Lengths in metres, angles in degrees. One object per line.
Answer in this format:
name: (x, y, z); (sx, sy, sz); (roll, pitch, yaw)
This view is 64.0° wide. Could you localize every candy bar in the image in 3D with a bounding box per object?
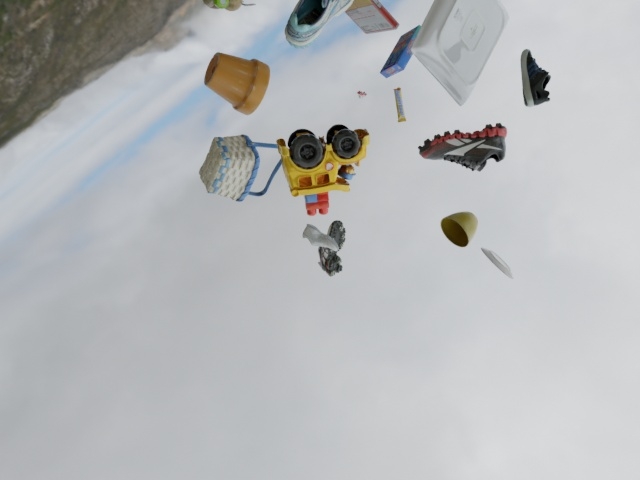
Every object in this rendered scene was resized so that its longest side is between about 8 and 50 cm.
candy bar: (0.370, -0.635, 2.393); (0.040, 0.161, 0.018); (-12, -161, 0)

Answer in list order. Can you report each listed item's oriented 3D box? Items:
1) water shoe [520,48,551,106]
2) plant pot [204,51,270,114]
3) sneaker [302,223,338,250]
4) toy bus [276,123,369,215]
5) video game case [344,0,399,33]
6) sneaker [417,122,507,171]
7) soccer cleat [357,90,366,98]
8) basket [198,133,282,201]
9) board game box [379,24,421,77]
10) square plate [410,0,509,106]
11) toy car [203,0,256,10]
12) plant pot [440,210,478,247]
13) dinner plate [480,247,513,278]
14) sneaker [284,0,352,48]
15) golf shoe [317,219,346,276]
water shoe: (0.647, -0.489, 1.537); (0.080, 0.073, 0.203); (-5, -113, 24)
plant pot: (-0.317, -0.595, 1.893); (0.205, 0.188, 0.205); (-31, -130, 46)
sneaker: (0.000, 0.000, 1.937); (0.061, 0.152, 0.054); (-57, 173, 13)
toy bus: (0.014, -0.172, 1.268); (0.221, 0.211, 0.149); (-10, -162, -4)
video game case: (0.110, -0.790, 1.678); (0.025, 0.285, 0.204); (-56, -150, -1)
sneaker: (0.447, -0.275, 1.590); (0.276, 0.134, 0.097); (-9, 174, 4)
soccer cleat: (0.191, -0.688, 2.425); (0.035, 0.029, 0.083); (-46, 169, 29)
basket: (-0.287, -0.275, 1.930); (0.254, 0.289, 0.201); (-55, -136, 33)
board game box: (0.362, -0.833, 2.264); (0.210, 0.047, 0.160); (-60, -160, -8)
square plate: (0.456, -0.649, 1.596); (0.049, 0.344, 0.347); (28, -88, 44)
toy car: (-0.329, -0.904, 1.871); (0.155, 0.189, 0.148); (38, -66, 36)
plant pot: (0.529, -0.055, 1.905); (0.095, 0.134, 0.134); (-36, -152, -19)
dinner plate: (0.576, 0.069, 1.656); (0.017, 0.141, 0.141); (-47, -154, 20)
sneaker: (0.015, -0.639, 1.353); (0.283, 0.110, 0.122); (-55, -176, -1)
golf shoe: (0.037, 0.028, 2.291); (0.105, 0.272, 0.120); (-17, -145, -40)
